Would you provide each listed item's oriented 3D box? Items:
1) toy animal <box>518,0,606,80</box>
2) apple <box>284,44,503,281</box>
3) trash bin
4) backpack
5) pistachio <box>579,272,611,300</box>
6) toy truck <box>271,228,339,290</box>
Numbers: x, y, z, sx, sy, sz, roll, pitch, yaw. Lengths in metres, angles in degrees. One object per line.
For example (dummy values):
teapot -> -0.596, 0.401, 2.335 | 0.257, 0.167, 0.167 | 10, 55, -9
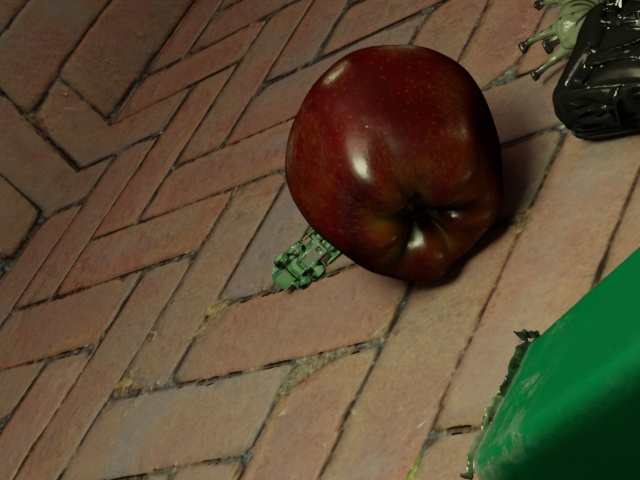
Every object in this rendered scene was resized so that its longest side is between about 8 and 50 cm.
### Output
toy animal -> 0.369, -0.303, 1.956 | 0.176, 0.073, 0.217 | -23, 27, 30
apple -> 0.096, -0.104, 1.824 | 0.288, 0.288, 0.317 | -38, 34, 15
trash bin -> 0.293, 0.103, 1.084 | 0.381, 0.295, 0.259 | -45, 9, 49
backpack -> 0.406, -0.222, 1.706 | 0.258, 0.133, 0.206 | -2, 51, 48
pistachio -> 0.323, 0.076, 1.321 | 0.226, 0.136, 0.136 | -34, 25, 38
toy truck -> 0.000, 0.000, 2.068 | 0.175, 0.067, 0.081 | -43, 18, 13
